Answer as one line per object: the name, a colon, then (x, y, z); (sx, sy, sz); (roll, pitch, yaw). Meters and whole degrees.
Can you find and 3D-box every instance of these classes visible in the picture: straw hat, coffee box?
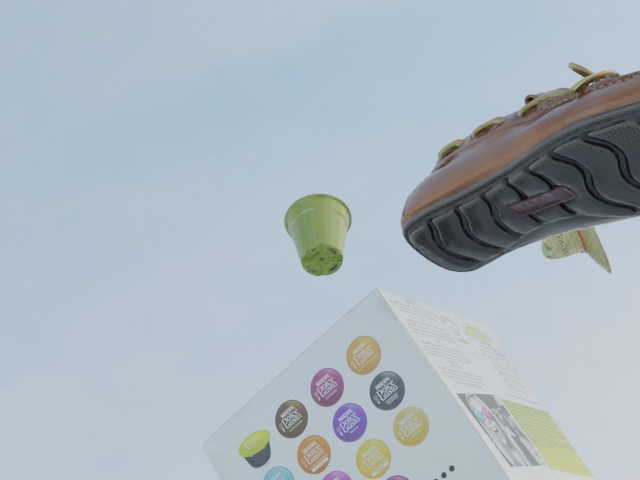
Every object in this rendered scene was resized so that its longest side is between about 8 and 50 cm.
straw hat: (0.277, -0.010, 2.133); (0.061, 0.144, 0.144); (-26, -31, 3)
coffee box: (0.116, 0.310, 2.484); (0.337, 0.334, 0.338); (-42, -27, 17)

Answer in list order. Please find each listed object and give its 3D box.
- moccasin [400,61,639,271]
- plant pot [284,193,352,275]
moccasin: (0.231, -0.083, 1.654); (0.139, 0.147, 0.380); (33, -34, -20)
plant pot: (0.000, 0.000, 2.244); (0.083, 0.079, 0.083); (-3, -50, -4)
